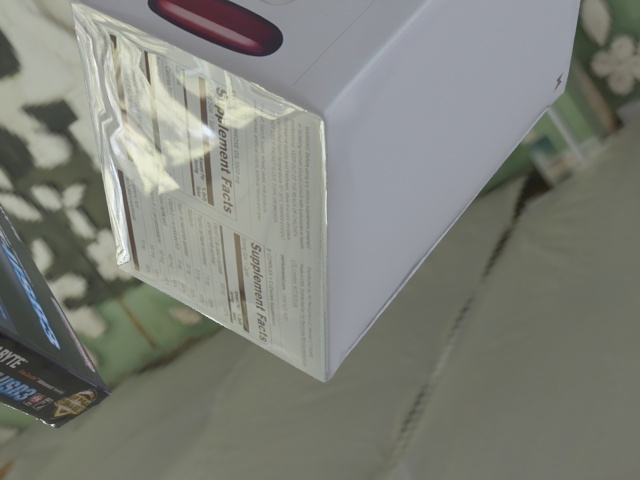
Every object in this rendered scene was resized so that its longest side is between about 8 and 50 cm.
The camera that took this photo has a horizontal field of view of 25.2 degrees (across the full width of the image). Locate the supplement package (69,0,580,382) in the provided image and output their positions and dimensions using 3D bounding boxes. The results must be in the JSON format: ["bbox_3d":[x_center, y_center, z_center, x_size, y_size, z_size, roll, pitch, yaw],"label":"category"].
[{"bbox_3d":[0.018,-0.100,0.758,0.262,0.145,0.204,-49,155,-31],"label":"supplement package"}]

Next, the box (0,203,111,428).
[{"bbox_3d":[-0.319,0.005,1.246,0.073,0.295,0.293,-33,159,0],"label":"box"}]
